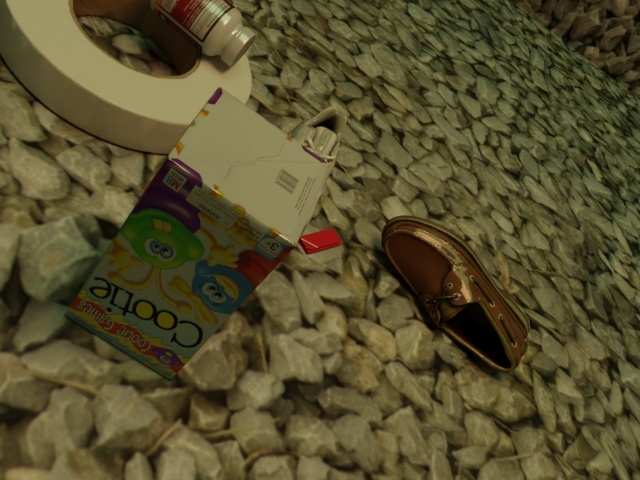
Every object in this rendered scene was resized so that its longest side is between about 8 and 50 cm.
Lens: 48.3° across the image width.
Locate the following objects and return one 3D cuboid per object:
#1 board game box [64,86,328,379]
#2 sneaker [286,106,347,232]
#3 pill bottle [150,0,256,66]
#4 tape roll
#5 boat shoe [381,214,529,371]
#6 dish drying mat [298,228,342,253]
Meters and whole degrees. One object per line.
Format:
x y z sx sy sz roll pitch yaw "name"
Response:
-0.137 0.002 0.764 0.142 0.275 0.144 34 39 -12 "board game box"
-0.035 -0.108 1.083 0.111 0.129 0.297 33 40 -17 "sneaker"
-0.177 -0.340 1.093 0.152 0.086 0.086 40 38 -6 "pill bottle"
-0.287 -0.298 1.083 0.392 0.072 0.392 25 40 -23 "tape roll"
0.217 0.084 1.141 0.307 0.111 0.104 40 36 -5 "boat shoe"
0.000 0.000 1.110 0.083 0.008 0.032 -15 65 -48 "dish drying mat"
